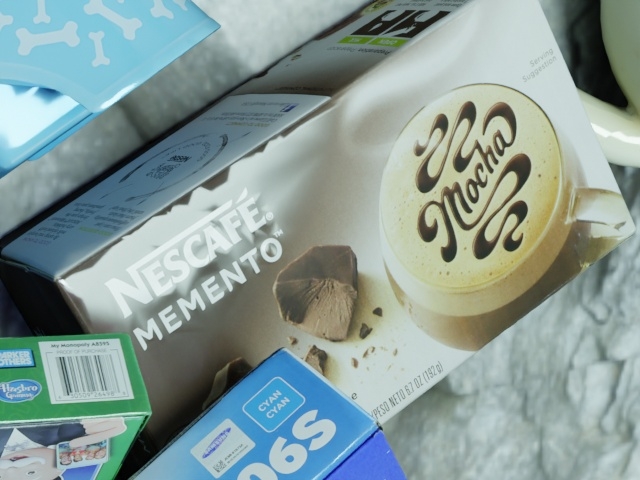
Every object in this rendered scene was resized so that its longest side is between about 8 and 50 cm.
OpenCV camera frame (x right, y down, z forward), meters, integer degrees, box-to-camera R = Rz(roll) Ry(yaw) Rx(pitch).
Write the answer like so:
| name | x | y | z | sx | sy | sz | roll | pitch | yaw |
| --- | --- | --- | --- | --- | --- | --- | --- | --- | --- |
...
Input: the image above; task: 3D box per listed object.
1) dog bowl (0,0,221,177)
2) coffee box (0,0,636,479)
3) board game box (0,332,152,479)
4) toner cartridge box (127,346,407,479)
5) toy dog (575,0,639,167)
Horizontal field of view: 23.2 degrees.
| name | x | y | z | sx | sy | sz | roll | pitch | yaw |
| --- | --- | --- | --- | --- | --- | --- | --- | --- | --- |
| dog bowl | -0.184 | -0.043 | 0.714 | 0.297 | 0.166 | 0.074 | -38 | 99 | -18 |
| coffee box | 0.000 | 0.000 | 0.827 | 0.297 | 0.119 | 0.168 | -34 | 112 | -20 |
| board game box | -0.255 | 0.122 | 0.674 | 0.317 | 0.213 | 0.046 | 0 | 54 | -27 |
| toner cartridge box | 0.000 | 0.222 | 0.791 | 0.165 | 0.075 | 0.348 | -42 | 137 | -15 |
| toy dog | 0.260 | -0.263 | 0.864 | 0.395 | 0.284 | 0.408 | -12 | 113 | 15 |
